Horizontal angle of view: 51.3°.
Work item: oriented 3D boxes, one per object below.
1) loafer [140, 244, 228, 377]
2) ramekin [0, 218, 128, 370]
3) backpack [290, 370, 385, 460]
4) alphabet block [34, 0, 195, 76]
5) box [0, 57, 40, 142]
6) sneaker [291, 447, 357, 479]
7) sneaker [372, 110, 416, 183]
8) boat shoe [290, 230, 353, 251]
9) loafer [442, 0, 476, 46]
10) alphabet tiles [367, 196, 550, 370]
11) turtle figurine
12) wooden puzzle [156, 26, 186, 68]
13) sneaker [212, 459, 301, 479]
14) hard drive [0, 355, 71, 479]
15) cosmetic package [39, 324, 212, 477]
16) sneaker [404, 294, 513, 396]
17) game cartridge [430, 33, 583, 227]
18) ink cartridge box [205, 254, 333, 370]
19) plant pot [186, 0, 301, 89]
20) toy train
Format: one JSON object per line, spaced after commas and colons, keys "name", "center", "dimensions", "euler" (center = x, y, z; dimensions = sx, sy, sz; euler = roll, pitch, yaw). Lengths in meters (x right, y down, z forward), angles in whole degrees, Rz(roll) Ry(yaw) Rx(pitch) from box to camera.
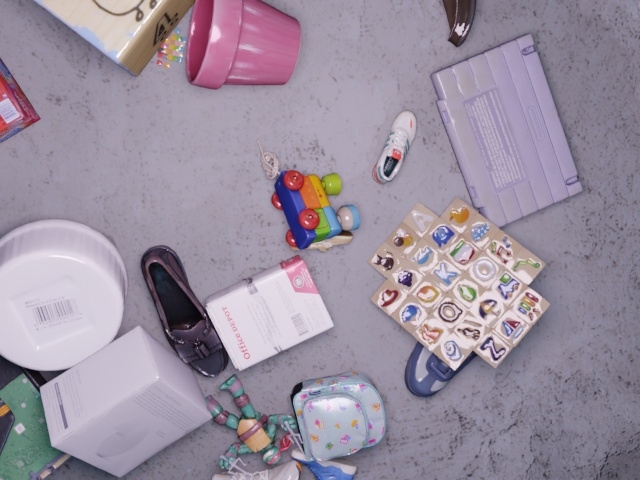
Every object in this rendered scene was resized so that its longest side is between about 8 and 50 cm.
{"name": "loafer", "center": [-0.282, 0.156, 1.353], "dimensions": [0.109, 0.095, 0.302], "euler": [-26, 101, -3]}
{"name": "ramekin", "center": [-0.504, 0.111, 1.263], "dimensions": [0.277, 0.135, 0.277], "euler": [-7, 113, -17]}
{"name": "backpack", "center": [0.044, 0.367, 1.404], "dimensions": [0.188, 0.144, 0.165], "euler": [-13, 94, -8]}
{"name": "alphabet block", "center": [-0.364, -0.439, 1.203], "dimensions": [0.192, 0.193, 0.197], "euler": [36, 92, -9]}
{"name": "box", "center": [-0.654, -0.303, 1.223], "dimensions": [0.128, 0.122, 0.257], "euler": [-32, 101, -2]}
{"name": "sneaker", "center": [-0.002, 0.514, 1.460], "dimensions": [0.152, 0.058, 0.084], "euler": [21, 87, -16]}
{"name": "sneaker", "center": [0.160, -0.189, 1.369], "dimensions": [0.057, 0.075, 0.161], "euler": [24, 95, -10]}
{"name": "boat shoe", "center": [0.000, 0.000, 1.395], "dimensions": [0.135, 0.050, 0.045], "euler": [1, 112, -6]}
{"name": "loafer", "center": [0.271, -0.502, 1.345], "dimensions": [0.078, 0.080, 0.220], "euler": [5, 93, 2]}
{"name": "alphabet tiles", "center": [0.280, 0.086, 1.379], "dimensions": [0.342, 0.011, 0.285], "euler": [40, 92, 17]}
{"name": "turtle figurine", "center": [-0.146, 0.404, 1.397], "dimensions": [0.175, 0.118, 0.234], "euler": [-41, 87, -9]}
{"name": "wooden puzzle", "center": [-0.294, -0.381, 1.318], "dimensions": [0.049, 0.006, 0.083], "euler": [10, 97, -9]}
{"name": "sneaker", "center": [-0.166, 0.532, 1.420], "dimensions": [0.262, 0.099, 0.121], "euler": [-34, 94, 3]}
{"name": "hard drive", "center": [-0.650, 0.340, 1.307], "dimensions": [0.237, 0.064, 0.339], "euler": [-40, 87, -7]}
{"name": "cosmetic package", "center": [-0.370, 0.315, 1.292], "dimensions": [0.225, 0.138, 0.224], "euler": [-31, 142, -1]}
{"name": "sneaker", "center": [0.299, 0.213, 1.418], "dimensions": [0.112, 0.131, 0.319], "euler": [36, 93, -12]}
{"name": "game cartridge", "center": [0.389, -0.223, 1.405], "dimensions": [0.230, 0.068, 0.355], "euler": [-22, 101, 0]}
{"name": "ink cartridge box", "center": [-0.106, 0.147, 1.377], "dimensions": [0.218, 0.092, 0.158], "euler": [-25, 101, -5]}
{"name": "plant pot", "center": [-0.143, -0.374, 1.255], "dimensions": [0.180, 0.201, 0.201], "euler": [7, 98, -24]}
{"name": "toy train", "center": [-0.023, -0.113, 1.354], "dimensions": [0.143, 0.105, 0.248], "euler": [-12, 70, -27]}
